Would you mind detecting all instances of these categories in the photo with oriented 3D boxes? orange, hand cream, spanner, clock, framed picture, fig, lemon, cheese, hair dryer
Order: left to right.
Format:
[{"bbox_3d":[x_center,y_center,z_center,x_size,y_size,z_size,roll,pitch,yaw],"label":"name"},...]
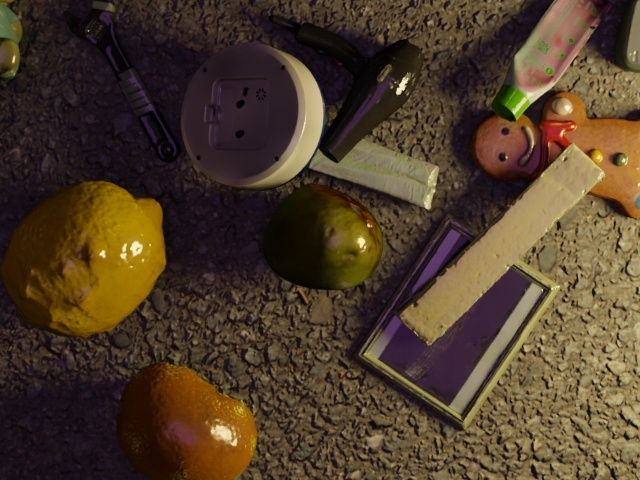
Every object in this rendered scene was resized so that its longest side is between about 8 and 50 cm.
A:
[{"bbox_3d":[-0.368,0.028,1.631,0.288,0.233,0.233,-37,90,2],"label":"lemon"},{"bbox_3d":[-0.325,-0.269,1.726,0.087,0.024,0.316,-28,92,4],"label":"spanner"},{"bbox_3d":[-0.224,0.312,1.670,0.237,0.158,0.179,36,109,-1],"label":"orange"},{"bbox_3d":[-0.110,-0.196,1.650,0.230,0.083,0.230,-3,84,27],"label":"clock"},{"bbox_3d":[0.000,0.000,1.646,0.191,0.181,0.181,-22,91,25],"label":"fig"},{"bbox_3d":[0.010,-0.276,1.691,0.271,0.091,0.235,37,82,14],"label":"hair dryer"},{"bbox_3d":[0.225,0.135,1.721,0.231,0.018,0.293,33,93,0],"label":"framed picture"},{"bbox_3d":[0.289,0.009,1.676,0.400,0.034,0.085,-44,90,8],"label":"cheese"},{"bbox_3d":[0.372,-0.314,1.682,0.079,0.050,0.275,41,79,-25],"label":"hand cream"}]

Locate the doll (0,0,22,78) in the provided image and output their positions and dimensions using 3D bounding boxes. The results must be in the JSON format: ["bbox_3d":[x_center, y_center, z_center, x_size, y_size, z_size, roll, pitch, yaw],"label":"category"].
[{"bbox_3d":[-0.556,-0.391,1.658,0.177,0.161,0.261,2,94,-18],"label":"doll"}]

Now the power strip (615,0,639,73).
[{"bbox_3d":[0.623,-0.352,1.674,0.264,0.059,0.194,10,96,1],"label":"power strip"}]

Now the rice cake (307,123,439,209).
[{"bbox_3d":[0.087,-0.121,1.706,0.221,0.042,0.080,20,87,3],"label":"rice cake"}]

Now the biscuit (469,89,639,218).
[{"bbox_3d":[0.405,-0.139,1.696,0.324,0.049,0.205,12,93,3],"label":"biscuit"}]
